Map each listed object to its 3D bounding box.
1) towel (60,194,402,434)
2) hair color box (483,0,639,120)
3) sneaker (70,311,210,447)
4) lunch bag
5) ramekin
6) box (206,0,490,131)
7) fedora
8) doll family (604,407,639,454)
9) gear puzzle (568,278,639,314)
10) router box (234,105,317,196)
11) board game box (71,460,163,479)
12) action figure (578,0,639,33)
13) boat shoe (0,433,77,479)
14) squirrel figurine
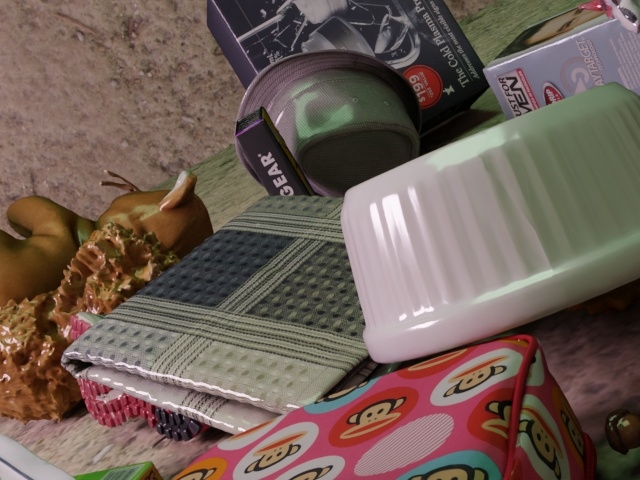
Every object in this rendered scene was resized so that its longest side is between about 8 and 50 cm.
[{"bbox_3d":[-0.028,0.058,1.110,0.324,0.056,0.312,7,35,41],"label":"towel"},{"bbox_3d":[0.422,-0.269,1.582,0.374,0.113,0.185,-18,17,39],"label":"hair color box"},{"bbox_3d":[-0.166,0.136,1.260,0.112,0.120,0.299,-18,18,-37],"label":"sneaker"},{"bbox_3d":[0.018,0.164,0.742,0.293,0.120,0.258,-23,13,22],"label":"lunch bag"},{"bbox_3d":[0.139,-0.018,0.881,0.273,0.127,0.273,-22,1,0],"label":"ramekin"},{"bbox_3d":[0.039,-0.295,1.895,0.312,0.343,0.179,-31,-3,-7],"label":"box"},{"bbox_3d":[0.029,-0.135,1.683,0.275,0.243,0.124,9,29,-27],"label":"fedora"},{"bbox_3d":[0.242,0.071,0.738,0.111,0.076,0.193,-2,25,36],"label":"doll family"},{"bbox_3d":[0.199,0.025,1.093,0.175,0.044,0.339,-31,16,-18],"label":"gear puzzle"},{"bbox_3d":[-0.046,-0.077,1.533,0.046,0.179,0.133,-30,14,5],"label":"router box"},{"bbox_3d":[-0.271,0.269,1.122,0.259,0.039,0.124,-15,20,37],"label":"board game box"},{"bbox_3d":[0.443,-0.285,1.217,0.370,0.275,0.248,1,0,7],"label":"action figure"},{"bbox_3d":[-0.268,0.226,1.017,0.084,0.095,0.258,-34,14,-29],"label":"boat shoe"},{"bbox_3d":[-0.289,0.063,1.588,0.370,0.281,0.397,-21,26,-20],"label":"squirrel figurine"}]
